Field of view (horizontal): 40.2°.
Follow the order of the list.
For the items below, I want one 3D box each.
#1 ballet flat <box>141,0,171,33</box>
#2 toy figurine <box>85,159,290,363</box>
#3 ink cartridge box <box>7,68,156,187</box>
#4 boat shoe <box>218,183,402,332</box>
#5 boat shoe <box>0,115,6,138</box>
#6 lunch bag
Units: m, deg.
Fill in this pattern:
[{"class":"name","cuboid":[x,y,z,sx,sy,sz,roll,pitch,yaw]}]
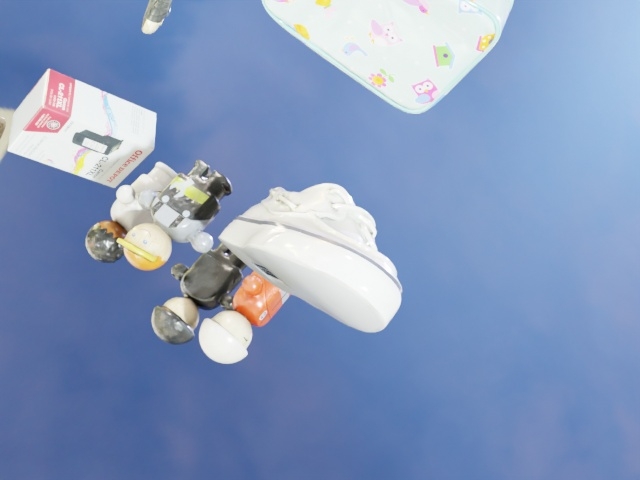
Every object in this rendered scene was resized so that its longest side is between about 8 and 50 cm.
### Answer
[{"class":"ballet flat","cuboid":[-0.166,-0.321,1.073,0.049,0.173,0.057,30,-159,-26]},{"class":"toy figurine","cuboid":[-0.150,0.024,0.985,0.148,0.213,0.209,-50,-61,-18]},{"class":"ink cartridge box","cuboid":[-0.347,-0.160,1.287,0.175,0.127,0.072,20,-129,-34]},{"class":"boat shoe","cuboid":[0.000,0.000,0.685,0.096,0.267,0.088,42,-100,-17]},{"class":"boat shoe","cuboid":[-0.395,-0.094,0.967,0.045,0.135,0.050,40,-162,9]},{"class":"lunch bag","cuboid":[0.074,-0.299,1.078,0.279,0.224,0.108,36,-128,-8]}]
